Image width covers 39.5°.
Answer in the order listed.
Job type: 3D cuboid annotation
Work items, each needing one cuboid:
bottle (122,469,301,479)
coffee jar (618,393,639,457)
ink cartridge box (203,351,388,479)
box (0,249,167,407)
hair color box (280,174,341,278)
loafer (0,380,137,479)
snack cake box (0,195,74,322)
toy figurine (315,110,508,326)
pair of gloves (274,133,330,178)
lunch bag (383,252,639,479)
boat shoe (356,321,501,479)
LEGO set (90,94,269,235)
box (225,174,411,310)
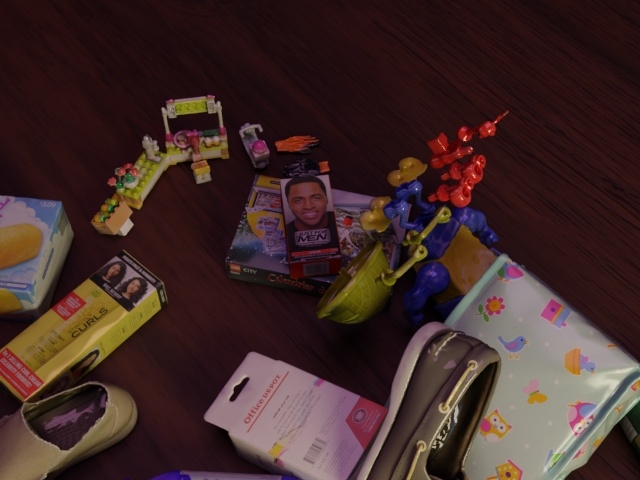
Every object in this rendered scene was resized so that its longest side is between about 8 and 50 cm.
[{"bbox_3d":[-0.152,0.319,0.999,0.282,0.092,0.118,3,56,2],"label":"bottle"},{"bbox_3d":[0.434,0.267,1.053,0.096,0.079,0.184,-13,57,-9],"label":"coffee jar"},{"bbox_3d":[-0.028,0.224,1.073,0.198,0.067,0.115,21,56,26],"label":"ink cartridge box"},{"bbox_3d":[-0.313,0.119,1.159,0.087,0.058,0.232,37,63,22],"label":"box"},{"bbox_3d":[-0.014,-0.020,1.214,0.072,0.043,0.141,-7,55,-4],"label":"hair color box"},{"bbox_3d":[-0.346,0.242,1.050,0.268,0.092,0.102,-33,61,-22],"label":"loafer"},{"bbox_3d":[-0.490,0.016,1.210,0.264,0.089,0.152,5,56,3],"label":"snack cake box"},{"bbox_3d":[0.173,0.030,1.145,0.217,0.191,0.362,50,48,-17],"label":"toy figurine"},{"bbox_3d":[-0.028,-0.128,1.366,0.074,0.010,0.083,-11,59,-10],"label":"pair of gloves"},{"bbox_3d":[0.224,0.186,1.056,0.223,0.160,0.262,42,98,24],"label":"lunch bag"},{"bbox_3d":[0.112,0.245,0.969,0.091,0.109,0.305,19,93,42],"label":"boat shoe"},{"bbox_3d":[-0.222,-0.126,1.302,0.287,0.107,0.132,-27,59,-18],"label":"LEGO set"},{"bbox_3d":[0.000,0.000,1.255,0.233,0.044,0.159,12,56,7],"label":"box"}]
